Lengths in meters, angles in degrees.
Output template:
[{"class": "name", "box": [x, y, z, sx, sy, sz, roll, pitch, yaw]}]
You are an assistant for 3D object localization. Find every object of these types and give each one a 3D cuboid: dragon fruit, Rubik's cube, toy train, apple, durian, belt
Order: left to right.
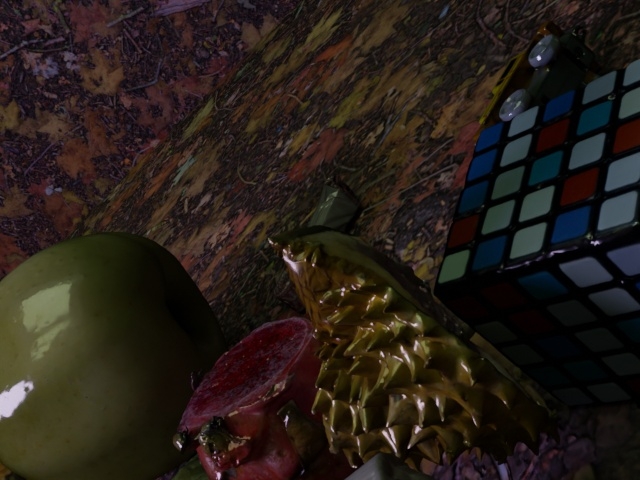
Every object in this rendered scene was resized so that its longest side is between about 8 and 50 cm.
[{"class": "apple", "box": [-0.302, 0.171, 1.126, 0.357, 0.357, 0.357, -40, 26, 24]}, {"class": "dragon fruit", "box": [-0.045, 0.171, 0.845, 0.210, 0.147, 0.282, -9, 24, 29]}, {"class": "belt", "box": [0.000, 0.000, 1.208, 0.071, 0.053, 0.232, -31, 30, 54]}, {"class": "durian", "box": [0.096, 0.108, 0.651, 0.195, 0.305, 0.186, 18, 71, 37]}, {"class": "toy train", "box": [0.246, -0.159, 0.959, 0.219, 0.089, 0.127, -58, 14, -15]}, {"class": "Rubik's cube", "box": [0.225, 0.001, 0.631, 0.182, 0.187, 0.184, -21, 39, 48]}]

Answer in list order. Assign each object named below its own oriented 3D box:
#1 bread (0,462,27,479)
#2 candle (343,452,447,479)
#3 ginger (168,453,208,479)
[{"class": "bread", "box": [-0.473, 0.450, 1.233, 0.314, 0.191, 0.370, -8, 47, 59]}, {"class": "candle", "box": [0.059, 0.249, 0.568, 0.330, 0.187, 0.187, -39, 25, 5]}, {"class": "ginger", "box": [-0.121, 0.321, 0.917, 0.290, 0.089, 0.137, 15, 93, 59]}]
